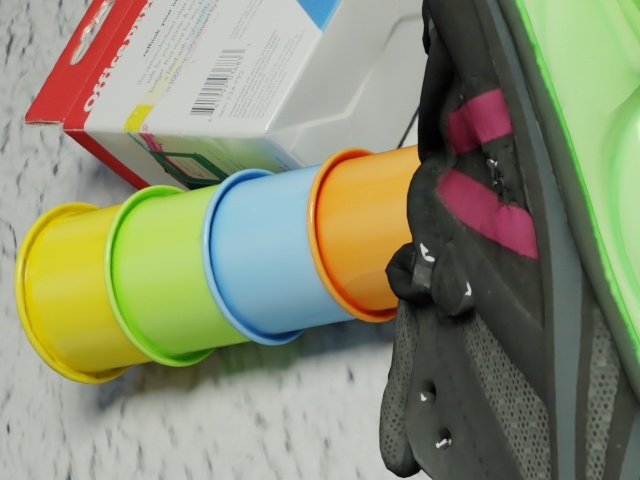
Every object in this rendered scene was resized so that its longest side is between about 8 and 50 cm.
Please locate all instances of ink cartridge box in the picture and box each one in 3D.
[{"bbox_3d":[-0.047,-0.092,1.020,0.231,0.078,0.134,7,63,51],"label":"ink cartridge box"}]

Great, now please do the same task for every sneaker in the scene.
[{"bbox_3d":[0.078,-0.022,0.622,0.202,0.185,0.483,-34,62,43],"label":"sneaker"}]

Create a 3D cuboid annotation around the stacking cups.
[{"bbox_3d":[0.000,0.000,0.885,0.316,0.096,0.096,-13,49,37],"label":"stacking cups"}]
